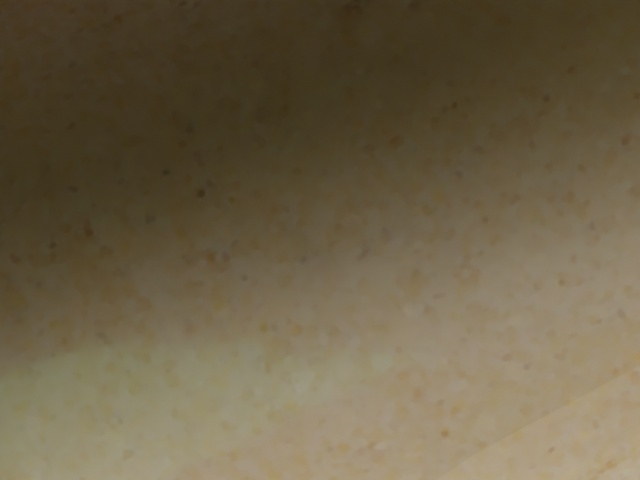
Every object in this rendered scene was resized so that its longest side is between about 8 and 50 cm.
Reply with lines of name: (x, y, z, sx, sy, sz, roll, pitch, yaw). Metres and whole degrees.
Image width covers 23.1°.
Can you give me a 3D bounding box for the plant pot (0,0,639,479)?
plant pot: (0.000, 0.000, 0.479, 0.305, 0.334, 0.334, -20, 113, 7)
